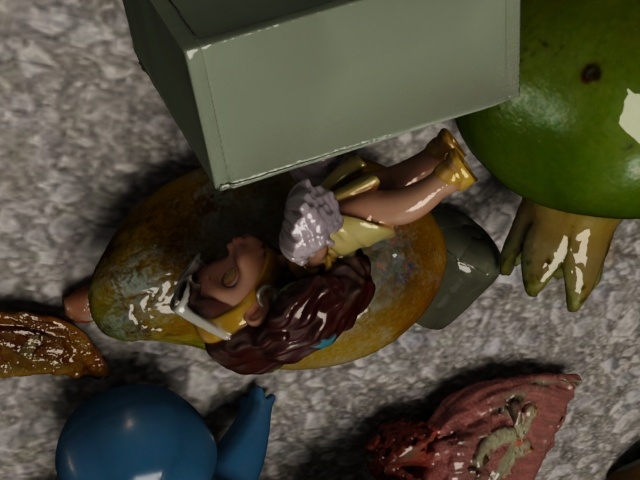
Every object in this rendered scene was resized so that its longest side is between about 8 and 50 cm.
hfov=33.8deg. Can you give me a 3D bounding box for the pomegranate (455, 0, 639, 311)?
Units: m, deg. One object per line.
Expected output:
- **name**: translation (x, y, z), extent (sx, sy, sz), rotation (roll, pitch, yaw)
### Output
- **pomegranate**: translation (0.273, -0.099, 0.921), extent (0.310, 0.216, 0.358), rotation (-2, 113, -37)

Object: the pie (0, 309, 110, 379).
- **pie**: translation (-0.275, 0.092, 0.933), extent (0.191, 0.033, 0.088), rotation (2, 133, -25)

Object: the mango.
- **mango**: translation (-0.042, 0.018, 0.911), extent (0.316, 0.146, 0.192), rotation (-6, 87, -16)

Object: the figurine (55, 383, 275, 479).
- **figurine**: translation (-0.154, 0.315, 1.070), extent (0.298, 0.243, 0.416), rotation (-18, 110, -2)

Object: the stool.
- **stool**: translation (0.119, 0.029, 1.048), extent (0.096, 0.096, 0.110), rotation (20, 119, -36)

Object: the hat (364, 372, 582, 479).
- **hat**: translation (0.177, 0.253, 1.231), extent (0.286, 0.107, 0.236), rotation (9, 110, -36)

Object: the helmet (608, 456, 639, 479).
- **helmet**: translation (0.511, 0.366, 1.468), extent (0.198, 0.130, 0.224), rotation (-32, 133, 3)

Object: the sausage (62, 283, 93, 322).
- **sausage**: translation (-0.145, 0.043, 0.961), extent (0.177, 0.047, 0.040), rotation (-12, 96, -19)

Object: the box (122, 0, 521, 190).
- **box**: translation (-0.012, -0.161, 0.750), extent (0.225, 0.225, 0.117), rotation (-19, 130, -13)

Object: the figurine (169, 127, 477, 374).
- **figurine**: translation (-0.001, 0.002, 0.767), extent (0.116, 0.174, 0.240), rotation (38, 111, -17)
